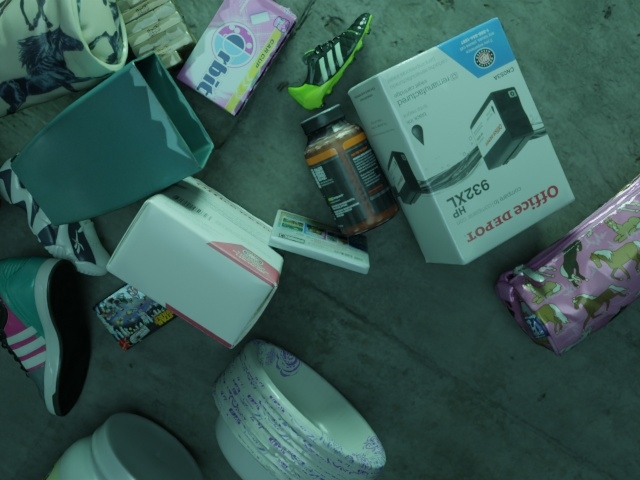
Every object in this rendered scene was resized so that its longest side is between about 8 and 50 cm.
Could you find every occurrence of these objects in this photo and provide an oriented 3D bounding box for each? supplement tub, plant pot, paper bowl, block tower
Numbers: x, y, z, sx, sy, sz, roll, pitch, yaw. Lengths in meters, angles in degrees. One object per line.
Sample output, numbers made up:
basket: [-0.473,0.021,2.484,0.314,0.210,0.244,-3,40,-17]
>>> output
supplement tub: [0.042,-0.113,1.155,0.106,0.106,0.197,-25,99,2]
plant pot: [-0.301,-0.131,1.040,0.234,0.165,0.165,-30,107,8]
paper bowl: [-0.049,0.297,1.125,0.284,0.284,0.148,41,96,-7]
block tower: [-0.300,-0.416,1.106,0.091,0.097,0.335,-27,100,2]
supplement tub: [-0.363,0.465,1.166,0.235,0.235,0.325,40,95,-7]

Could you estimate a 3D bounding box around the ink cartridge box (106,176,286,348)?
ink cartridge box: [-0.166,0.019,1.081,0.207,0.283,0.117,33,100,-6]

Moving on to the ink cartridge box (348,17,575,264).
ink cartridge box: [0.217,-0.146,1.117,0.223,0.129,0.307,-28,99,-15]

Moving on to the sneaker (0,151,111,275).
sneaker: [-0.387,-0.067,1.154,0.153,0.094,0.235,-41,88,13]

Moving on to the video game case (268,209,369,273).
video game case: [0.000,0.000,1.152,0.157,0.143,0.019,17,108,-4]

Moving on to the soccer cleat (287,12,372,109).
soccer cleat: [0.015,-0.292,1.151,0.072,0.060,0.179,35,99,-5]

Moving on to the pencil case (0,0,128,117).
pencil case: [-0.471,-0.263,1.037,0.410,0.183,0.160,-16,143,13]

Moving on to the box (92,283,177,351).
box: [-0.299,0.111,1.219,0.137,0.027,0.094,-34,99,3]

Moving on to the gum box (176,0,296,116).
gum box: [-0.128,-0.303,1.141,0.107,0.062,0.188,33,97,-6]

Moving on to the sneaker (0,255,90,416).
sneaker: [-0.483,0.148,1.167,0.178,0.124,0.295,11,119,10]

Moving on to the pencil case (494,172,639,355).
pencil case: [0.473,0.017,1.164,0.386,0.167,0.160,-38,65,4]
